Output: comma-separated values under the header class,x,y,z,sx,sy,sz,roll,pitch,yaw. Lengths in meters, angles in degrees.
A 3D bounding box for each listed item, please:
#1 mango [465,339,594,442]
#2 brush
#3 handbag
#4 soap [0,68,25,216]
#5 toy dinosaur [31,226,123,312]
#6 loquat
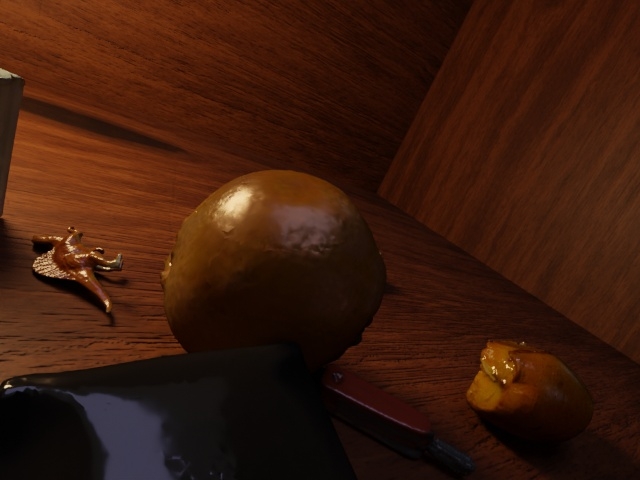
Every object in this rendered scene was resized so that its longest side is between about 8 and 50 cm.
class,x,y,z,sx,sy,sz,roll,pitch,yaw
mango,0.435,0.310,0.882,0.350,0.201,0.199,24,50,-35
brush,0.094,0.271,0.677,0.323,0.051,0.070,28,13,6
handbag,-0.087,0.240,0.353,0.342,0.152,0.288,5,37,-44
soap,-0.547,-0.147,0.646,0.094,0.261,0.150,19,16,-11
toy dinosaur,-0.393,0.035,0.682,0.142,0.057,0.212,6,22,-23
loquat,-0.068,0.054,0.643,0.329,0.328,0.328,24,16,-7
